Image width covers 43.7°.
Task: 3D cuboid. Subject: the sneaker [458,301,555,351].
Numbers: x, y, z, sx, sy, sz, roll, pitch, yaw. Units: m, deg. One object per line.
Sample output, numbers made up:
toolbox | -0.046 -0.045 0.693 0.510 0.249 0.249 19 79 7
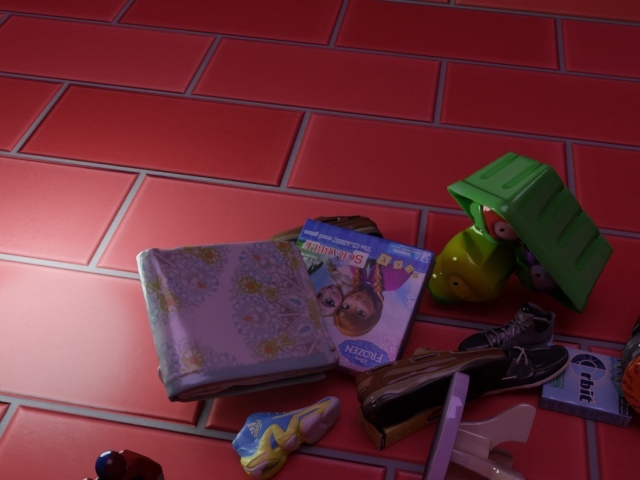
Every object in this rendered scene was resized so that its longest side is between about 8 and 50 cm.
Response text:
sneaker | 0.419 0.193 1.775 0.228 0.132 0.086 -11 44 -13

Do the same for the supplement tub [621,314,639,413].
supplement tub | 0.764 0.222 1.681 0.207 0.207 0.338 24 41 23

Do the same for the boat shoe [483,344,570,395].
boat shoe | 0.421 0.267 1.705 0.233 0.079 0.084 -15 35 0

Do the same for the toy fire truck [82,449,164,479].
toy fire truck | -0.372 0.487 1.351 0.169 0.254 0.302 22 47 21

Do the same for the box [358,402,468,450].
box | 0.197 0.344 1.664 0.232 0.058 0.087 -23 48 -23

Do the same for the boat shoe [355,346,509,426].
boat shoe | 0.222 0.268 1.615 0.323 0.123 0.120 -13 43 -16

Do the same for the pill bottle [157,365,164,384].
pill bottle | -0.235 0.208 1.729 0.152 0.152 0.272 17 44 16

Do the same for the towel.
towel | -0.168 0.155 1.645 0.374 0.090 0.321 -4 57 -29

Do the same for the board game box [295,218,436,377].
board game box | 0.060 0.133 1.789 0.318 0.066 0.318 14 67 19

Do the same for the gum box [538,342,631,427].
gum box | 0.573 0.309 1.722 0.184 0.041 0.157 12 44 11

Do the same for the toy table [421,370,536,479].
toy table | 0.289 0.402 1.484 0.160 0.274 0.252 17 10 7

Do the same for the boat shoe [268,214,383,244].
boat shoe | 0.000 0.000 2.002 0.307 0.111 0.104 -4 39 -20

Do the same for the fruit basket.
fruit basket | 0.416 0.030 1.815 0.392 0.392 0.283 -14 21 -16

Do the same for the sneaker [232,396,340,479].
sneaker | -0.076 0.368 1.607 0.240 0.091 0.126 -32 52 -30
